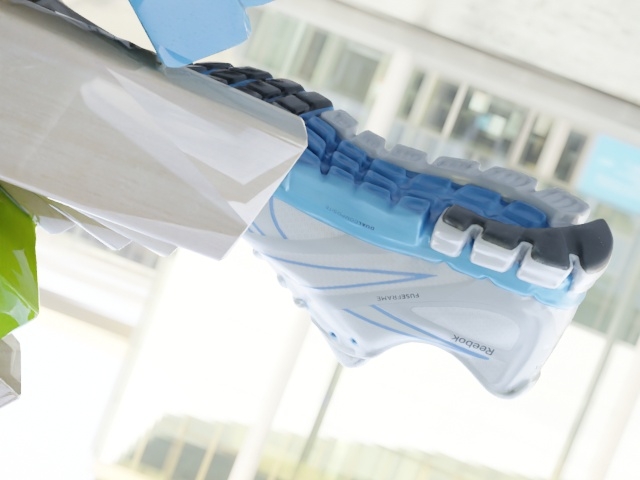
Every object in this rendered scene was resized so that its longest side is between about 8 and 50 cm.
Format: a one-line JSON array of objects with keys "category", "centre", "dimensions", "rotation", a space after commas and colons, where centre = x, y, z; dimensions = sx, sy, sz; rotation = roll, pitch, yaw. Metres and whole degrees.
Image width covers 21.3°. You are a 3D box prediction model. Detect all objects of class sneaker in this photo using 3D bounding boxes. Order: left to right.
[{"category": "sneaker", "centre": [0.000, 0.000, 0.592], "dimensions": [0.191, 0.083, 0.071], "rotation": [26, -149, 17]}]

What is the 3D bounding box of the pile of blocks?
[{"category": "pile of blocks", "centre": [-0.063, -0.089, 0.377], "dimensions": [0.149, 0.362, 0.112], "rotation": [24, -148, -28]}]
